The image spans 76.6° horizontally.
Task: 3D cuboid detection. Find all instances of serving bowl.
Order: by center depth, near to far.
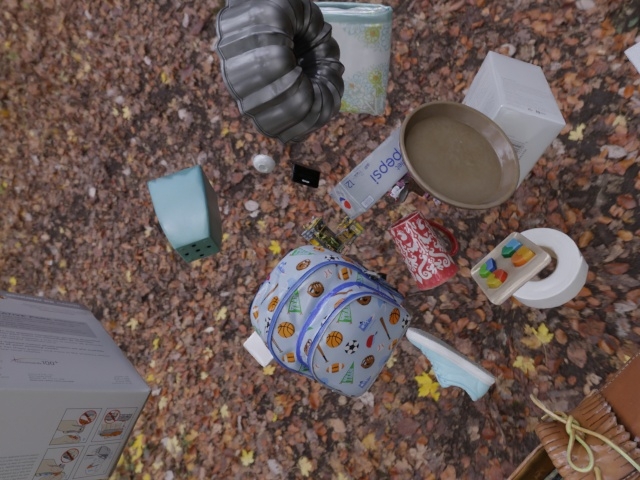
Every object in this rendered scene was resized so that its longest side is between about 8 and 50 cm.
[{"bbox_3d":[-0.207,-0.275,1.488,0.083,0.083,0.027,-8,52,24],"label":"serving bowl"}]

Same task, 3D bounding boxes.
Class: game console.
[{"bbox_3d":[-0.069,-0.269,1.641,0.071,0.122,0.107,-10,69,62],"label":"game console"}]

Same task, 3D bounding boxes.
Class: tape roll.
[{"bbox_3d":[0.805,0.100,1.486,0.286,0.100,0.286,-27,46,32],"label":"tape roll"}]

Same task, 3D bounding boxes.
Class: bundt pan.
[{"bbox_3d":[-0.056,-0.381,0.863,0.124,0.331,0.331,-8,80,35],"label":"bundt pan"}]

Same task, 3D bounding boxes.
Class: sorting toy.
[{"bbox_3d":[0.529,0.070,1.162,0.038,0.208,0.193,40,106,-12],"label":"sorting toy"}]

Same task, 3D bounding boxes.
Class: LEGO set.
[{"bbox_3d":[0.000,0.000,1.639,0.192,0.255,0.331,43,62,-7],"label":"LEGO set"}]

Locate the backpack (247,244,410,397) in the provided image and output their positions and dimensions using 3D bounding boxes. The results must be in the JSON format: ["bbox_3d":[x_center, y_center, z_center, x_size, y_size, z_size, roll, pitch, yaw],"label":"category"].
[{"bbox_3d":[0.012,0.146,0.758,0.276,0.263,0.213,-60,28,-5],"label":"backpack"}]

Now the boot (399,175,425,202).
[{"bbox_3d":[0.349,-0.177,1.511,0.037,0.114,0.106,19,92,51],"label":"boot"}]

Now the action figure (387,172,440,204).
[{"bbox_3d":[0.390,-0.292,1.626,0.370,0.248,0.276,-39,36,43],"label":"action figure"}]

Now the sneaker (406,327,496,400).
[{"bbox_3d":[0.472,0.482,1.559,0.366,0.135,0.150,32,94,16],"label":"sneaker"}]

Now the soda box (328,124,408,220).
[{"bbox_3d":[0.156,-0.178,0.965,0.286,0.098,0.091,-44,93,-17],"label":"soda box"}]

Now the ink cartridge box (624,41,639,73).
[{"bbox_3d":[0.697,-0.281,0.794,0.206,0.208,0.045,39,136,-11],"label":"ink cartridge box"}]

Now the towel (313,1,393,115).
[{"bbox_3d":[0.028,-0.564,1.272,0.374,0.320,0.090,8,50,11],"label":"towel"}]

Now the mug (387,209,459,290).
[{"bbox_3d":[0.254,0.014,1.004,0.113,0.150,0.169,-29,95,39],"label":"mug"}]

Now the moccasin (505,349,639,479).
[{"bbox_3d":[0.365,0.303,0.572,0.147,0.139,0.380,19,120,-4],"label":"moccasin"}]

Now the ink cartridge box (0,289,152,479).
[{"bbox_3d":[-0.417,0.158,0.484,0.272,0.309,0.130,25,89,42],"label":"ink cartridge box"}]

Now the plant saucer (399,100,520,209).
[{"bbox_3d":[0.296,-0.182,0.876,0.277,0.041,0.278,5,65,-11],"label":"plant saucer"}]

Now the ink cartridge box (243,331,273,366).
[{"bbox_3d":[-0.149,0.378,1.665,0.131,0.306,0.226,41,92,16],"label":"ink cartridge box"}]

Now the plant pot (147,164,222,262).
[{"bbox_3d":[-0.390,-0.067,1.222,0.165,0.165,0.234,-20,64,-5],"label":"plant pot"}]

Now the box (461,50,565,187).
[{"bbox_3d":[0.518,-0.349,1.154,0.168,0.215,0.345,17,47,-1],"label":"box"}]
